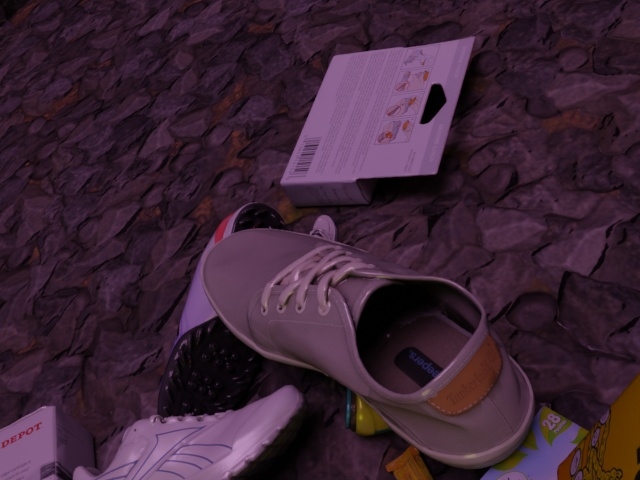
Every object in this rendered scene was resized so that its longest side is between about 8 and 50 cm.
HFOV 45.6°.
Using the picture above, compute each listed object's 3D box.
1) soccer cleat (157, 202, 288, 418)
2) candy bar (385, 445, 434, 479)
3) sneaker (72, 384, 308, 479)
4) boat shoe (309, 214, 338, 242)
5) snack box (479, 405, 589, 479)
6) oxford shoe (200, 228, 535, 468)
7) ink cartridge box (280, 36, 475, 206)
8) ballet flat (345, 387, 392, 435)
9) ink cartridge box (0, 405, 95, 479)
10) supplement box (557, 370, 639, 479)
[{"bbox_3d":[-0.135,0.103,0.988,0.116,0.108,0.318,-21,46,55],"label":"soccer cleat"},{"bbox_3d":[0.114,0.270,0.745,0.040,0.018,0.161,-37,45,2],"label":"candy bar"},{"bbox_3d":[-0.150,0.237,0.835,0.297,0.111,0.129,-32,69,0],"label":"sneaker"},{"bbox_3d":[0.000,0.000,1.027,0.035,0.035,0.100,-12,49,21],"label":"boat shoe"},{"bbox_3d":[0.199,0.260,0.618,0.174,0.070,0.207,29,51,37],"label":"snack box"},{"bbox_3d":[0.018,0.064,0.776,0.169,0.130,0.449,-44,41,-17],"label":"oxford shoe"},{"bbox_3d":[0.092,-0.173,1.105,0.239,0.060,0.275,0,53,29],"label":"ink cartridge box"},{"bbox_3d":[0.062,0.115,0.878,0.077,0.077,0.231,-3,52,1],"label":"ballet flat"},{"bbox_3d":[-0.354,0.333,0.906,0.160,0.092,0.219,-27,44,6],"label":"ink cartridge box"},{"bbox_3d":[0.276,0.160,0.406,0.195,0.356,0.194,13,51,4],"label":"supplement box"}]
